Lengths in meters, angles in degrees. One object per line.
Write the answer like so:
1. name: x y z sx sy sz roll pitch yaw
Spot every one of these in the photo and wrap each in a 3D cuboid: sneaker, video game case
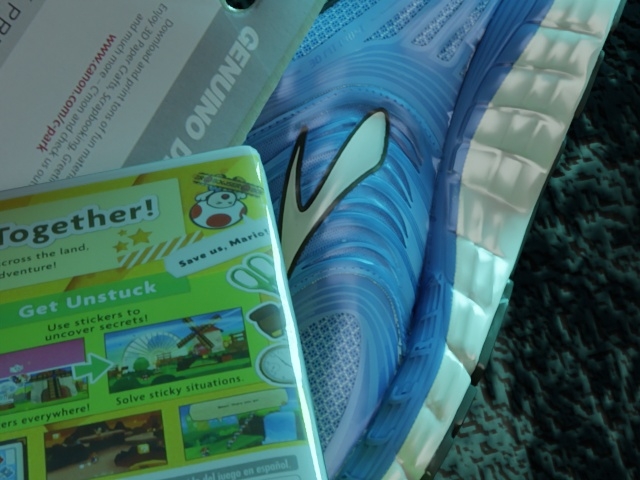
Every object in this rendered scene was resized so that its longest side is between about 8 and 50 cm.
1. sneaker: 0.000 0.000 0.723 0.147 0.130 0.330 22 72 0
2. video game case: -0.113 0.066 0.503 0.227 0.026 0.206 -11 43 -2

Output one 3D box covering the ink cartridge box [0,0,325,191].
1. ink cartridge box: -0.125 -0.154 0.673 0.272 0.130 0.309 38 65 -17
